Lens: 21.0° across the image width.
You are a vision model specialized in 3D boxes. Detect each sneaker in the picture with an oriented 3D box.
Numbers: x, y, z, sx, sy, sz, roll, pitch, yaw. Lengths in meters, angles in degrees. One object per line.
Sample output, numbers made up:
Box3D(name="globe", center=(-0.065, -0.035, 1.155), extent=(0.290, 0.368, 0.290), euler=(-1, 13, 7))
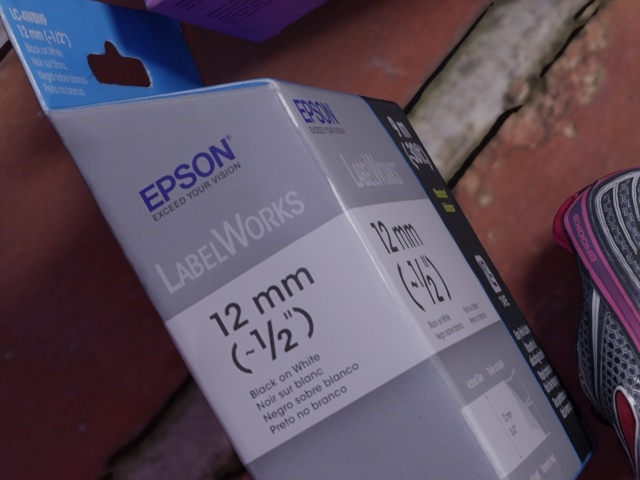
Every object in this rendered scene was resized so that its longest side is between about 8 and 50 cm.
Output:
Box3D(name="sneaker", center=(0.201, 0.106, 0.943), extent=(0.112, 0.121, 0.299), euler=(-7, 87, 36))

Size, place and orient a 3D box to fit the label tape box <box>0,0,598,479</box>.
Box3D(name="label tape box", center=(0.000, 0.000, 0.886), extent=(0.115, 0.249, 0.347), euler=(-30, 84, 15))

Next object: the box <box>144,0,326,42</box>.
Box3D(name="box", center=(-0.020, -0.268, 0.925), extent=(0.214, 0.117, 0.243), euler=(-28, 73, 25))
